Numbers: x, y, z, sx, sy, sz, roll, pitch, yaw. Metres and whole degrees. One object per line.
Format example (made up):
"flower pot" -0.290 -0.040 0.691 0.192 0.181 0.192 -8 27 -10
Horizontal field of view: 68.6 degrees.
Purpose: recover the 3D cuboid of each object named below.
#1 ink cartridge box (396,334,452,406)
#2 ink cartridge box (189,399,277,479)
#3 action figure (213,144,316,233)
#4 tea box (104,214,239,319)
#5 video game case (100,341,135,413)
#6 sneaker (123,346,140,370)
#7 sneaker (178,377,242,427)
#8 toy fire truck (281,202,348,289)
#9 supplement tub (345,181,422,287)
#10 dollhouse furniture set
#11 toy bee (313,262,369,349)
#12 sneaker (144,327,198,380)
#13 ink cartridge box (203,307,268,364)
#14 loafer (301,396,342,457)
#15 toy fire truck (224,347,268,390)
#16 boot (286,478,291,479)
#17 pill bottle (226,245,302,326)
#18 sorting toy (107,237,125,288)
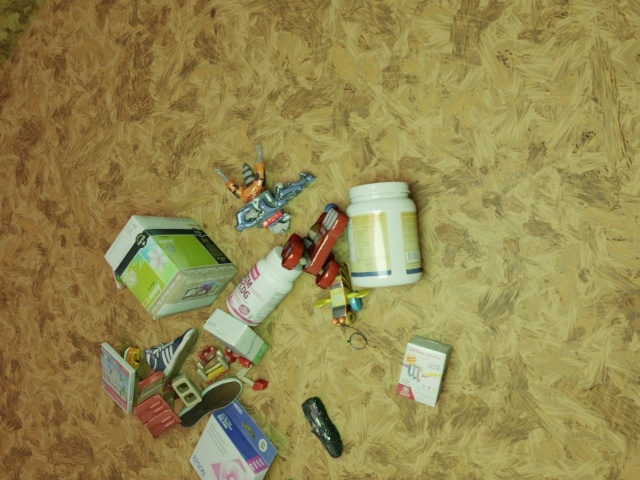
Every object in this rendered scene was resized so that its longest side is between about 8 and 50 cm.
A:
"ink cartridge box" 0.334 0.412 1.506 0.128 0.127 0.176 13 95 23
"ink cartridge box" -0.344 0.823 1.787 0.324 0.072 0.329 34 105 39
"action figure" -0.190 -0.180 1.740 0.342 0.178 0.330 -27 86 -6
"tea box" -0.553 0.091 1.775 0.323 0.329 0.220 44 106 17
"video game case" -0.881 0.598 2.031 0.204 0.025 0.285 33 126 22
"sneaker" -0.828 0.552 2.050 0.068 0.064 0.174 14 101 9
"sneaker" -0.435 0.612 1.856 0.290 0.123 0.105 -32 105 5
"toy fire truck" 0.000 0.000 1.569 0.170 0.302 0.253 30 97 -11
"supplement tub" 0.200 -0.017 1.503 0.229 0.228 0.315 -5 89 23
"dollhouse furniture set" -0.515 0.560 1.813 0.374 0.201 0.152 -30 108 -7
"toy bee" 0.086 0.224 1.594 0.195 0.162 0.298 -38 76 18
"sneaker" -0.623 0.443 1.938 0.153 0.099 0.282 38 108 17
"ink cartridge box" -0.306 0.353 1.717 0.154 0.212 0.093 22 69 29
"loafer" 0.004 0.675 1.687 0.078 0.076 0.223 -37 72 25
"toy fire truck" -0.291 0.495 1.822 0.192 0.047 0.135 9 94 23
"boot" -0.176 0.990 1.772 0.263 0.091 0.229 39 99 17
"pill bottle" -0.201 0.165 1.716 0.160 0.160 0.283 46 107 16
"sorting toy" -0.874 0.103 2.032 0.208 0.038 0.192 -27 79 50
